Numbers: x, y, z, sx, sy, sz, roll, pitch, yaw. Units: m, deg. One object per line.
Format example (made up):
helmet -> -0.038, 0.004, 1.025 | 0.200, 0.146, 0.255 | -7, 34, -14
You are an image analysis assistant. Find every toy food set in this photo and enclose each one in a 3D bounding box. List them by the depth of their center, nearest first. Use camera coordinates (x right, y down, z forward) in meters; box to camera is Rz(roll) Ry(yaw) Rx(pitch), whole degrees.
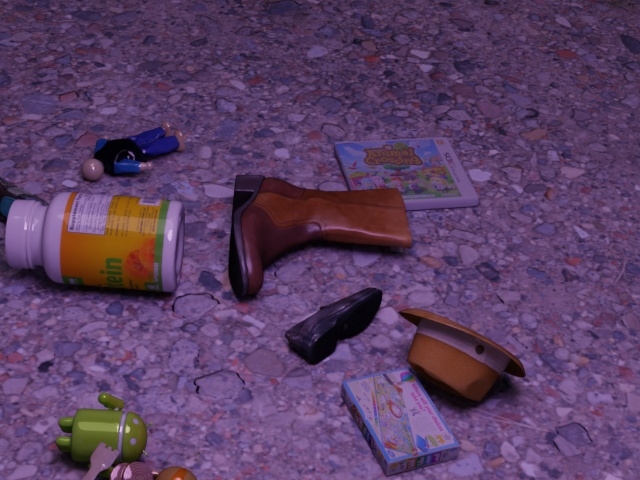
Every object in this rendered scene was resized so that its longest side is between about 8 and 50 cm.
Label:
toy food set -> -0.196, 0.311, 1.345 | 0.192, 0.038, 0.132 | 26, 43, 3

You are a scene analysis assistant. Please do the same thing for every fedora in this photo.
fedora -> 0.181, 0.162, 1.570 | 0.194, 0.194, 0.079 | 24, 81, 22

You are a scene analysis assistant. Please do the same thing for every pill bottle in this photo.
pill bottle -> -0.328, 0.000, 1.698 | 0.245, 0.136, 0.136 | 5, 37, -1

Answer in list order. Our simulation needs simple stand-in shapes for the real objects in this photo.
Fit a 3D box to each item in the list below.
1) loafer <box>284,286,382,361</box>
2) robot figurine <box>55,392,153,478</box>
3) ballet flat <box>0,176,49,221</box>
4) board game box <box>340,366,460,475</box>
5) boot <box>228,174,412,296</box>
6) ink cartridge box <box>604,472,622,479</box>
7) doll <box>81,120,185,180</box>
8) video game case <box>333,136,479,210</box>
loafer -> 0.022, 0.109, 1.664 | 0.061, 0.062, 0.170 | 28, 41, 34
robot figurine -> -0.268, 0.244, 1.441 | 0.115, 0.067, 0.101 | 4, 65, -2
ballet flat -> -0.494, -0.063, 1.833 | 0.188, 0.070, 0.070 | 30, 44, 26
board game box -> 0.103, 0.237, 1.532 | 0.103, 0.026, 0.154 | -10, 40, -19
boot -> 0.000, 0.000, 1.794 | 0.280, 0.096, 0.264 | 6, 32, -5
ink cartridge box -> 0.367, 0.358, 1.373 | 0.198, 0.067, 0.115 | 25, 42, 24
doll -> -0.322, -0.148, 1.967 | 0.189, 0.046, 0.129 | -26, 46, -35
video game case -> 0.145, -0.117, 2.004 | 0.212, 0.023, 0.193 | -4, 38, -12
